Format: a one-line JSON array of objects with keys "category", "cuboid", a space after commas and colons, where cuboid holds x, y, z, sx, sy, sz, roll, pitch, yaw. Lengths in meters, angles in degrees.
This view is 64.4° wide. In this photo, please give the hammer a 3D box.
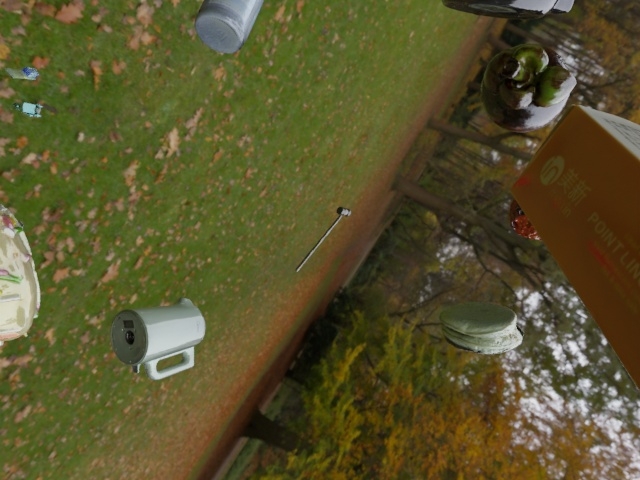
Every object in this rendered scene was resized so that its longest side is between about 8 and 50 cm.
[{"category": "hammer", "cuboid": [0.000, 0.000, 1.752, 0.292, 0.029, 0.058, -51, 150, 18]}]

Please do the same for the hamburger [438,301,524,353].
[{"category": "hamburger", "cuboid": [0.284, 0.154, 0.909, 0.133, 0.140, 0.062, -22, 111, -54]}]

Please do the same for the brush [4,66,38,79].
[{"category": "brush", "cuboid": [-0.832, -0.470, 1.424, 0.030, 0.033, 0.178, -32, -160, -2]}]

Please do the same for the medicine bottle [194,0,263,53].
[{"category": "medicine bottle", "cuboid": [-0.129, -0.400, 0.814, 0.083, 0.084, 0.203, 108, 0, -66]}]

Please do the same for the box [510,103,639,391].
[{"category": "box", "cuboid": [0.272, 0.035, 0.321, 0.273, 0.221, 0.091, -91, -156, -52]}]

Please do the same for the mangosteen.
[{"category": "mangosteen", "cuboid": [0.388, -0.283, 0.952, 0.172, 0.173, 0.184, -60, -168, 15]}]

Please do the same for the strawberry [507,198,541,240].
[{"category": "strawberry", "cuboid": [0.298, -0.033, 0.667, 0.083, 0.097, 0.083, 9, 90, -80]}]

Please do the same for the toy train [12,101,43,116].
[{"category": "toy train", "cuboid": [-0.642, -0.288, 1.112, 0.045, 0.092, 0.029, 5, 99, -48]}]

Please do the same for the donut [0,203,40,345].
[{"category": "donut", "cuboid": [-0.715, 0.075, 1.013, 0.150, 0.372, 0.307, -35, 119, -53]}]

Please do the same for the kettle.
[{"category": "kettle", "cuboid": [-0.289, 0.178, 0.937, 0.098, 0.126, 0.148, -39, 161, 24]}]

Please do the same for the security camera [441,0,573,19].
[{"category": "security camera", "cuboid": [0.308, -0.509, 0.801, 0.197, 0.191, 0.277, 43, -52, 56]}]
